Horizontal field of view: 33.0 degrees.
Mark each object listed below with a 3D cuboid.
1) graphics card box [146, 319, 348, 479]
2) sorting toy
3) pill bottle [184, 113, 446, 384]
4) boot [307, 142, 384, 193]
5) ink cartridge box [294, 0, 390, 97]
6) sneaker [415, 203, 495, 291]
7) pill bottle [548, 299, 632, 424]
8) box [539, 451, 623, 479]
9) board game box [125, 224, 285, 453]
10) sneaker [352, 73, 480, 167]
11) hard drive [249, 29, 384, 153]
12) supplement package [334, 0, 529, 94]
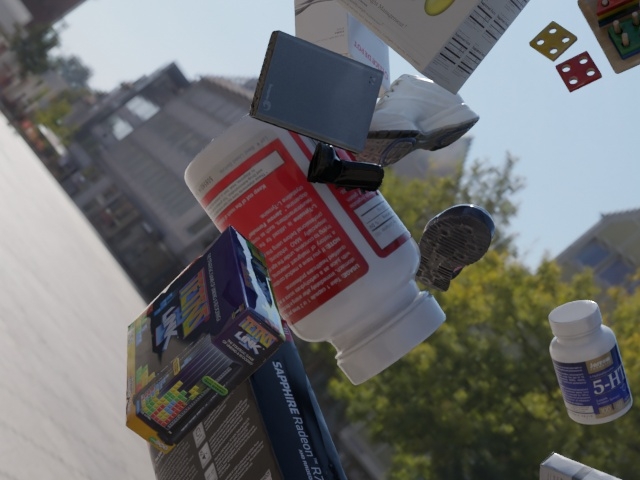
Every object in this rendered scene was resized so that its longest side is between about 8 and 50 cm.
[{"bbox_3d":[-0.073,0.287,1.179,0.094,0.233,0.371,13,37,-34],"label":"graphics card box"},{"bbox_3d":[0.407,-0.297,1.398,0.046,0.274,0.132,52,17,-56],"label":"sorting toy"},{"bbox_3d":[0.000,0.000,1.610,0.408,0.229,0.229,54,-8,1],"label":"pill bottle"},{"bbox_3d":[0.037,-0.096,1.461,0.099,0.045,0.121,8,-12,-6],"label":"boot"},{"bbox_3d":[0.041,-0.428,2.057,0.207,0.117,0.283,31,54,-60],"label":"ink cartridge box"},{"bbox_3d":[0.240,-0.019,1.905,0.112,0.131,0.319,32,-22,0],"label":"sneaker"},{"bbox_3d":[0.446,0.201,1.809,0.187,0.112,0.112,70,-14,-16],"label":"pill bottle"},{"bbox_3d":[0.354,0.356,1.313,0.186,0.038,0.145,17,-59,38],"label":"box"},{"bbox_3d":[-0.103,0.079,0.921,0.048,0.141,0.170,40,11,-23],"label":"board game box"},{"bbox_3d":[0.132,-0.203,1.781,0.111,0.297,0.129,-40,-106,42],"label":"sneaker"},{"bbox_3d":[-0.004,-0.156,1.151,0.135,0.094,0.022,16,-2,-28],"label":"hard drive"},{"bbox_3d":[0.167,-0.359,1.558,0.194,0.203,0.149,44,14,23],"label":"supplement package"}]
